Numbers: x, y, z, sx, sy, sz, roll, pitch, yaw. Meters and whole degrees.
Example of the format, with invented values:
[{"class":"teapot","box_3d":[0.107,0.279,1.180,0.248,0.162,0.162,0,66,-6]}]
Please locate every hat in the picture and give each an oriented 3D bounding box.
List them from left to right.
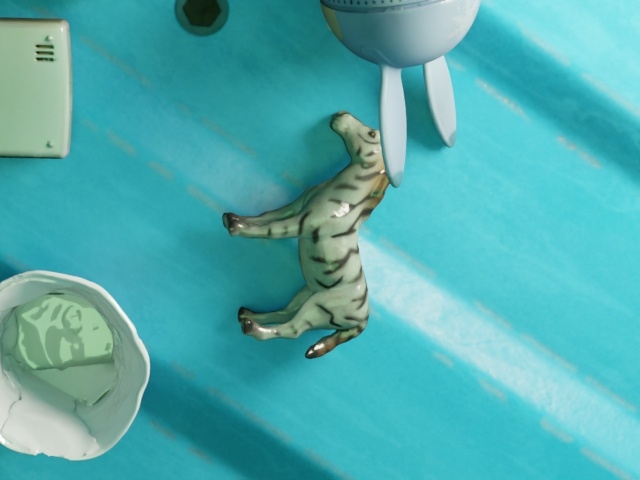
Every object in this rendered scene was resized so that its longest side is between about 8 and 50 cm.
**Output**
[{"class":"hat","box_3d":[-0.267,0.113,1.762,0.203,0.126,0.203,0,104,-1]}]

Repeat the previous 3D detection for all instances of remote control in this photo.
[{"class":"remote control","box_3d":[-0.423,-0.156,1.727,0.344,0.050,0.145,2,104,-2]}]

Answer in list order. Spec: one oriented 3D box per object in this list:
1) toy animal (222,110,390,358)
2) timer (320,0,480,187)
[{"class":"toy animal","box_3d":[-0.017,-0.006,1.763,0.170,0.090,0.255,10,107,-8]},{"class":"timer","box_3d":[0.069,-0.207,1.694,0.175,0.175,0.255,9,127,-4]}]
